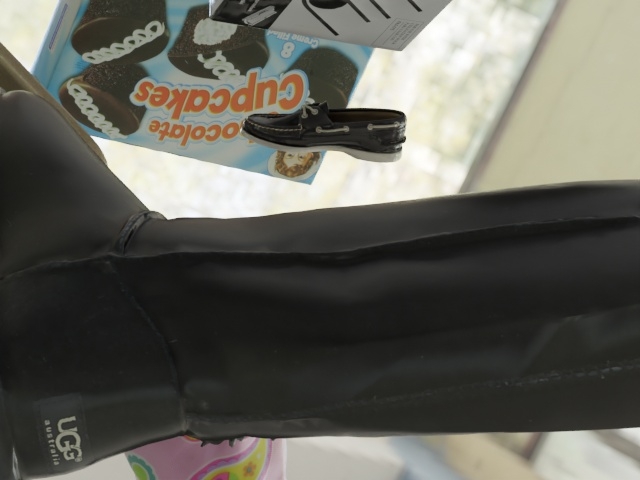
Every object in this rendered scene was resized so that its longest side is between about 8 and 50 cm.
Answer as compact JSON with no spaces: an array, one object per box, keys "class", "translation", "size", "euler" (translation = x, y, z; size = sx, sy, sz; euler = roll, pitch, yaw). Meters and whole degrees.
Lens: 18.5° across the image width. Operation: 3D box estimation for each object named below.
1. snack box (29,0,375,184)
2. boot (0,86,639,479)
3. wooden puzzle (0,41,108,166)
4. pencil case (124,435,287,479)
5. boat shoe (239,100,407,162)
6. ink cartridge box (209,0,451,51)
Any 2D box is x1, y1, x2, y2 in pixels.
[{"class":"snack box","translation":[-0.115,-0.175,1.942],"size":[0.322,0.187,0.060],"euler":[11,-154,-31]},{"class":"boot","translation":[0.000,0.001,1.194],"size":[0.445,0.146,0.367],"euler":[-9,-144,-3]},{"class":"wooden puzzle","translation":[-0.387,-0.052,1.480],"size":[0.322,0.348,0.080],"euler":[46,174,10]},{"class":"pencil case","translation":[-0.067,0.191,1.274],"size":[0.124,0.284,0.124],"euler":[-5,-150,3]},{"class":"boat shoe","translation":[0.003,-0.086,1.472],"size":[0.125,0.038,0.046],"euler":[8,-154,-4]},{"class":"ink cartridge box","translation":[0.031,-0.145,0.812],"size":[0.097,0.046,0.207],"euler":[7,158,-21]}]
